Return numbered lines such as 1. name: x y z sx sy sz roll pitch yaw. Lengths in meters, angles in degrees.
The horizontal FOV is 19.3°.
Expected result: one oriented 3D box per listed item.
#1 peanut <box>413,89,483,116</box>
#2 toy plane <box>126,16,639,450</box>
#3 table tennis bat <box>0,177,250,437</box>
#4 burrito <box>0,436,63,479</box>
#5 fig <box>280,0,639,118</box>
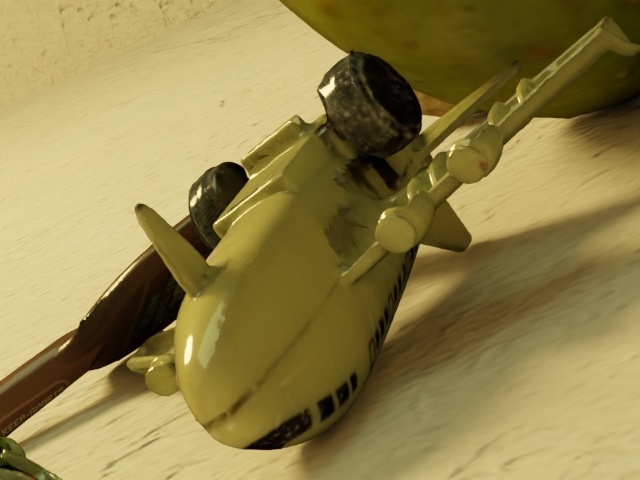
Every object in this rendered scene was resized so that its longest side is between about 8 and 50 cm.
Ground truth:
1. peanut: 0.109 -0.125 1.024 0.193 0.089 0.089 -29 12 -32
2. toy plane: 0.000 0.000 0.638 0.229 0.092 0.244 -36 2 26
3. table tennis bat: -0.112 -0.006 0.760 0.170 0.119 0.107 -39 -11 -24
4. burrito: -0.127 0.097 0.542 0.118 0.044 0.074 -29 9 -15
5. fig: 0.080 -0.175 0.797 0.258 0.258 0.326 -22 -29 9
